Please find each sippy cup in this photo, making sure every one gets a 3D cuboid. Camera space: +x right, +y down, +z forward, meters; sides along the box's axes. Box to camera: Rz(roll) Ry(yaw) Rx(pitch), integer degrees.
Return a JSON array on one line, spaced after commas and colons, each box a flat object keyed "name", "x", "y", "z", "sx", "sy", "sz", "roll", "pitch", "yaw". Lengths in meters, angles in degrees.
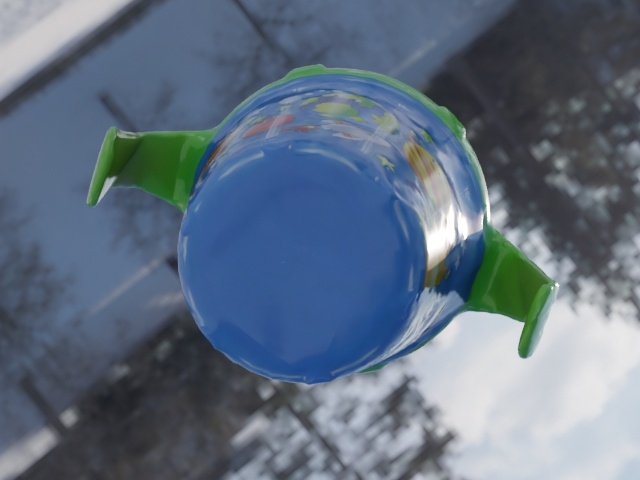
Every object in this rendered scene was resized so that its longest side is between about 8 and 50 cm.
[{"name": "sippy cup", "x": 0.000, "y": 0.000, "z": 1.368, "sx": 0.306, "sy": 0.240, "sz": 0.224, "roll": -16, "pitch": -173, "yaw": 10}]
